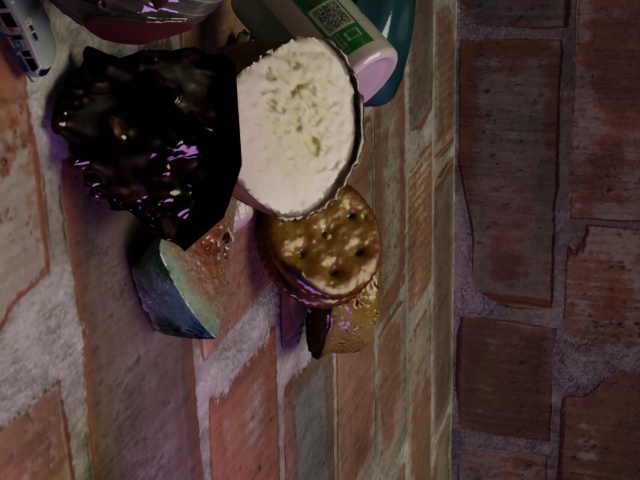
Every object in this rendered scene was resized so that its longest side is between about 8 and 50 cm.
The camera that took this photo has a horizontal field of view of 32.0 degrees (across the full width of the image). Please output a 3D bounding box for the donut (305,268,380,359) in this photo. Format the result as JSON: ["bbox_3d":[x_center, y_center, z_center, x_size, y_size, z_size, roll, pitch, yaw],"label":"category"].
[{"bbox_3d":[0.045,0.077,1.970,0.272,0.107,0.272,-176,-90,-79],"label":"donut"}]

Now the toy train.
[{"bbox_3d":[-0.289,-0.228,1.021,0.207,0.047,0.043,71,28,-50],"label":"toy train"}]

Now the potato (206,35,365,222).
[{"bbox_3d":[-0.087,-0.145,1.401,0.266,0.229,0.229,5,-89,62],"label":"potato"}]

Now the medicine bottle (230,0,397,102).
[{"bbox_3d":[-0.029,-0.302,1.495,0.133,0.274,0.133,-38,166,-11],"label":"medicine bottle"}]

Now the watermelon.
[{"bbox_3d":[-0.169,-0.005,1.440,0.241,0.094,0.154,-72,149,-43],"label":"watermelon"}]

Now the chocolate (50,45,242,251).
[{"bbox_3d":[-0.213,-0.116,1.208,0.177,0.206,0.224,12,60,-31],"label":"chocolate"}]

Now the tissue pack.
[{"bbox_3d":[0.053,-0.381,1.862,0.206,0.198,0.287,52,47,-68],"label":"tissue pack"}]

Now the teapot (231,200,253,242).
[{"bbox_3d":[-0.135,-0.036,1.559,0.083,0.064,0.064,79,30,-52],"label":"teapot"}]

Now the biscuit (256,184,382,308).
[{"bbox_3d":[0.000,0.000,1.797,0.066,0.220,0.220,-36,-145,55],"label":"biscuit"}]

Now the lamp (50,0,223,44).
[{"bbox_3d":[-0.178,-0.300,1.045,0.233,0.265,0.233,-34,155,-18],"label":"lamp"}]

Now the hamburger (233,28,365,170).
[{"bbox_3d":[-0.039,-0.181,1.655,0.288,0.167,0.192,69,31,-54],"label":"hamburger"}]
